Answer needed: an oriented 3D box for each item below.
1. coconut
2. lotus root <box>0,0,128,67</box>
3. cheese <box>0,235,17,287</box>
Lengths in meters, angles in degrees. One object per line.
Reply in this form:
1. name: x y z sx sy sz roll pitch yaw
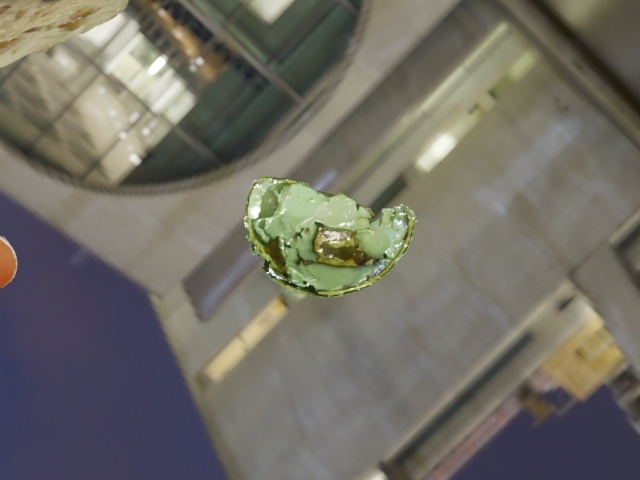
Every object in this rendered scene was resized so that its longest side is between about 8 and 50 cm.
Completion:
1. coconut: -0.001 0.000 1.386 0.158 0.133 0.055 26 157 13
2. lotus root: -0.207 -0.251 1.049 0.250 0.316 0.316 65 -168 6
3. cheese: -0.237 -0.060 0.760 0.037 0.106 0.256 -82 -23 -47
